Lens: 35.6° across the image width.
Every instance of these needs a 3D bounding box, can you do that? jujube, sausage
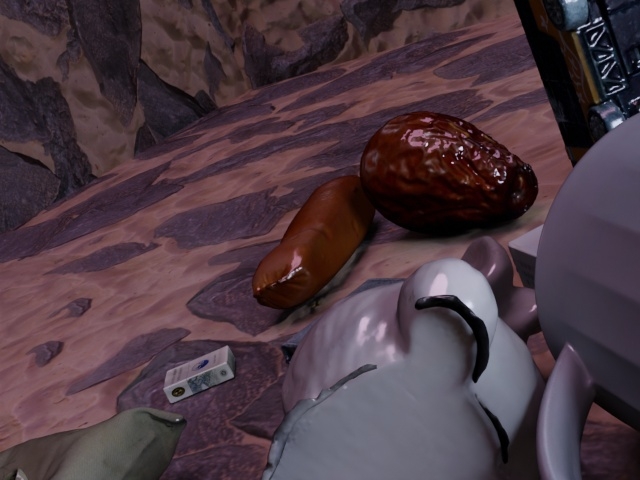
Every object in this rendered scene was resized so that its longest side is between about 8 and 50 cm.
[{"bbox_3d":[0.166,-0.084,1.307,0.236,0.168,0.168,15,38,39],"label":"jujube"},{"bbox_3d":[0.000,0.000,1.375,0.097,0.094,0.348,-30,13,29],"label":"sausage"}]

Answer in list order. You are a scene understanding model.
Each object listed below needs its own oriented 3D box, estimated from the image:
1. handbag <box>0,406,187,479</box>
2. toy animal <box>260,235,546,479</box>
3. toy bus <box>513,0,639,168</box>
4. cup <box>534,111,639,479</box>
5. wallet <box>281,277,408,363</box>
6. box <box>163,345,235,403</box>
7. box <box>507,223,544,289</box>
[{"bbox_3d":[-0.284,0.272,0.885,0.253,0.109,0.316,-20,17,27],"label":"handbag"},{"bbox_3d":[0.088,0.097,0.782,0.258,0.193,0.357,-57,-2,23],"label":"toy animal"},{"bbox_3d":[0.347,-0.216,1.170,0.161,0.324,0.194,-24,15,-3],"label":"toy bus"},{"bbox_3d":[0.257,0.066,0.584,0.322,0.237,0.327,-32,19,-7],"label":"cup"},{"bbox_3d":[0.077,0.086,1.096,0.167,0.036,0.222,-35,20,-34],"label":"wallet"},{"bbox_3d":[-0.144,0.160,1.189,0.083,0.024,0.054,-23,14,3],"label":"box"},{"bbox_3d":[0.291,0.031,0.902,0.135,0.079,0.269,-27,17,-11],"label":"box"}]
